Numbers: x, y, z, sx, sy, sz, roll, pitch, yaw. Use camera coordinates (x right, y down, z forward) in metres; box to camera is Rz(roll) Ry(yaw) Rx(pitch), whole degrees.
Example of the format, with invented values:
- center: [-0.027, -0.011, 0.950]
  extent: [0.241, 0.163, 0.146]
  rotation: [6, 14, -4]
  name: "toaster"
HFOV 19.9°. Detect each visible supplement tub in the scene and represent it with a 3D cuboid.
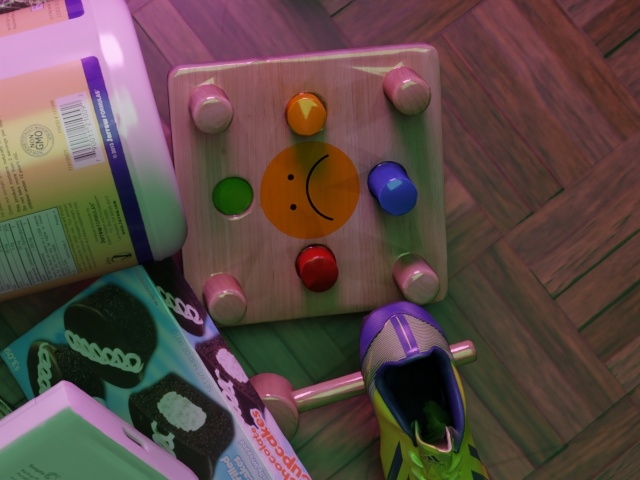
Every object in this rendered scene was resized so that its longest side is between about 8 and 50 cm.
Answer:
- center: [-0.297, -0.062, 1.551]
  extent: [0.331, 0.241, 0.241]
  rotation: [-15, 83, -4]
  name: "supplement tub"

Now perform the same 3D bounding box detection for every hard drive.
- center: [-0.281, 0.253, 1.581]
  extent: [0.307, 0.203, 0.040]
  rotation: [-33, 47, 12]
  name: "hard drive"

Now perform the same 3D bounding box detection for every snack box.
- center: [-0.137, 0.187, 1.673]
  extent: [0.187, 0.060, 0.322]
  rotation: [-35, 86, 27]
  name: "snack box"

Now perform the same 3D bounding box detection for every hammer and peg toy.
- center: [0.000, 0.000, 1.723]
  extent: [0.266, 0.127, 0.361]
  rotation: [-7, 108, -8]
  name: "hammer and peg toy"

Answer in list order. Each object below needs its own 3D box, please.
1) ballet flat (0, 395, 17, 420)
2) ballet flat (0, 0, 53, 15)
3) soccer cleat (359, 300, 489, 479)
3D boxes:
- center: [-0.338, 0.152, 1.698]
  extent: [0.213, 0.068, 0.072]
  rotation: [45, 79, 1]
  name: "ballet flat"
- center: [-0.392, -0.131, 1.706]
  extent: [0.482, 0.164, 0.182]
  rotation: [-21, 101, -3]
  name: "ballet flat"
- center: [0.101, 0.191, 1.672]
  extent: [0.093, 0.121, 0.289]
  rotation: [-20, 118, -3]
  name: "soccer cleat"
